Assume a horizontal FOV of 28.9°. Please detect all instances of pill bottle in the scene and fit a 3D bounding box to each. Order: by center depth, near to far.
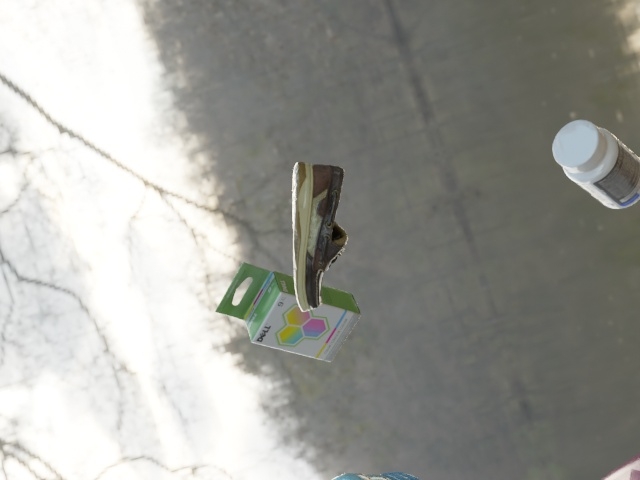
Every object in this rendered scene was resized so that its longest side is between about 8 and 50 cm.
[{"bbox_3d":[0.360,-0.099,1.601,0.137,0.078,0.078,29,-142,-46],"label":"pill bottle"}]

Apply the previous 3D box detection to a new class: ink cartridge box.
[{"bbox_3d":[-0.052,0.119,2.022,0.209,0.109,0.062,18,-151,-26],"label":"ink cartridge box"}]

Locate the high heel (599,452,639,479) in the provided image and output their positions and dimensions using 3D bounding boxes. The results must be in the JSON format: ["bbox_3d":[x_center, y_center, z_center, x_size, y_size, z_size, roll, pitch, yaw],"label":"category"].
[{"bbox_3d":[0.152,0.221,0.741,0.127,0.181,0.377,49,149,6],"label":"high heel"}]

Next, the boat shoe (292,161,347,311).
[{"bbox_3d":[0.000,0.000,1.113,0.056,0.049,0.152,-92,1,-54],"label":"boat shoe"}]

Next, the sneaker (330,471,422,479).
[{"bbox_3d":[0.142,0.466,1.769,0.208,0.127,0.319,0,-119,-56],"label":"sneaker"}]
